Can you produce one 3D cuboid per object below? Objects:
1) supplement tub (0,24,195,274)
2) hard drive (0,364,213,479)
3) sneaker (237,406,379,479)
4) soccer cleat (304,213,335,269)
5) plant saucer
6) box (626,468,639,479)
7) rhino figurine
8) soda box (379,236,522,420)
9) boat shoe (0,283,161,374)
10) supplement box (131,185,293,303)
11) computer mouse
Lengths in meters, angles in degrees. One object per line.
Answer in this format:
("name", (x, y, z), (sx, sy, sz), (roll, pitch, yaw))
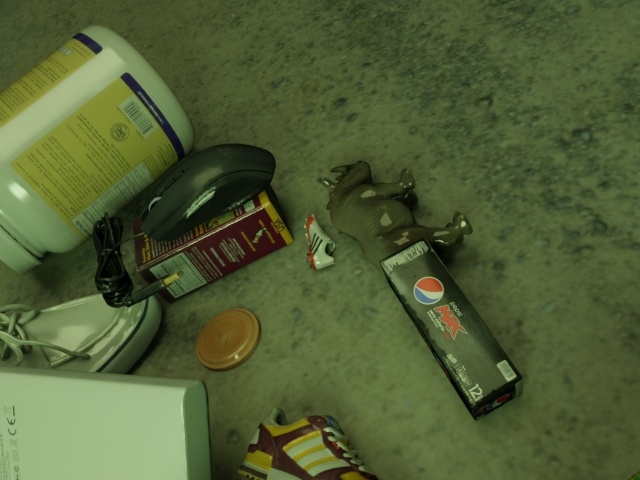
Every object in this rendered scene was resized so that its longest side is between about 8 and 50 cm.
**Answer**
("supplement tub", (-0.381, -0.133, 1.008), (0.331, 0.241, 0.241), (-43, 45, -13))
("hard drive", (-0.241, 0.230, 0.661), (0.308, 0.040, 0.202), (-2, 93, 26))
("sneaker", (0.011, 0.202, 0.616), (0.186, 0.069, 0.083), (7, 60, 31))
("soccer cleat", (0.000, 0.000, 0.839), (0.036, 0.029, 0.083), (-10, 49, 8))
("plant saucer", (-0.111, 0.115, 0.801), (0.084, 0.013, 0.083), (-15, 45, 16))
("box", (0.259, 0.229, 0.287), (0.290, 0.176, 0.279), (-13, 31, -37))
("rhino figurine", (0.069, -0.036, 0.803), (0.106, 0.073, 0.243), (-34, 42, -8))
("soda box", (0.123, 0.082, 0.645), (0.053, 0.060, 0.168), (-30, 60, 0))
("boat shoe", (-0.381, 0.139, 0.818), (0.367, 0.156, 0.135), (-30, 43, 1))
("supplement box", (-0.144, -0.012, 0.886), (0.188, 0.080, 0.104), (-27, 44, 3))
("computer mouse", (-0.172, -0.029, 0.813), (0.262, 0.060, 0.184), (-25, 43, 6))
